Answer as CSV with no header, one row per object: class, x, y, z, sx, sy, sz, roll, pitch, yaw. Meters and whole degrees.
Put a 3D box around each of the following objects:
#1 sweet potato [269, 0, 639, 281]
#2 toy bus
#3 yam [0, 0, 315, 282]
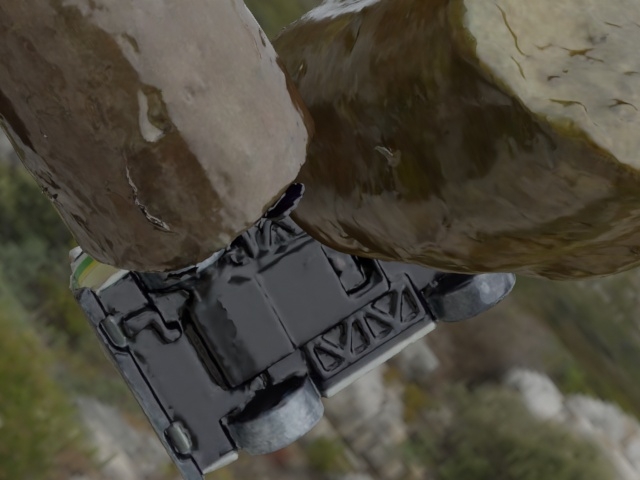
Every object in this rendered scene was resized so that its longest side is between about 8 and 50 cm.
sweet potato,0.064,-0.052,0.755,0.158,0.158,0.370,51,-24,-15
toy bus,0.000,0.000,1.088,0.143,0.305,0.179,60,-11,-15
yam,-0.061,-0.059,0.464,0.127,0.084,0.084,55,1,-26
